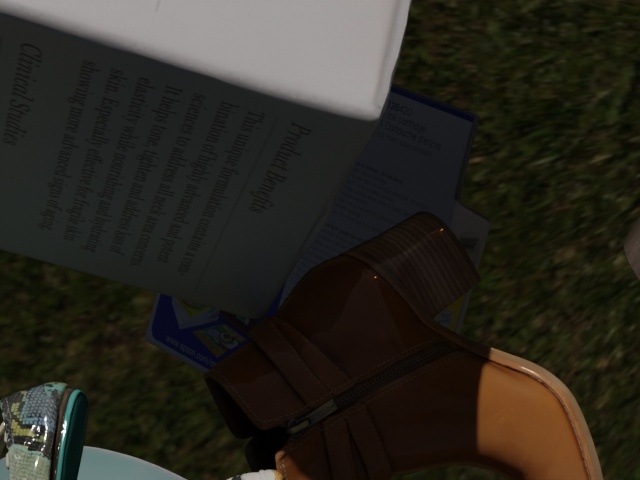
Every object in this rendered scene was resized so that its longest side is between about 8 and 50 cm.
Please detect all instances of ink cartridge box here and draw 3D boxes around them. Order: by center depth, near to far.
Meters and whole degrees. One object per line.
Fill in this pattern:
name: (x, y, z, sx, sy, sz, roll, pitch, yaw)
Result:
ink cartridge box: (0.000, 0.000, 1.525, 0.303, 0.072, 0.307, 26, 104, 40)

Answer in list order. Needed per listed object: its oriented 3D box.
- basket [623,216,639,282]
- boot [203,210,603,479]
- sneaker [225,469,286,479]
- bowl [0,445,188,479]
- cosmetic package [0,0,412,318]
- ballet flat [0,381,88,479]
basket: (0.350, -0.035, 1.337, 0.204, 0.154, 0.227, 49, 115, 14)
boot: (0.066, 0.143, 1.298, 0.283, 0.220, 0.109, 58, 156, -10)
sneaker: (-0.035, 0.157, 0.889, 0.037, 0.032, 0.083, -4, 63, 7)
bowl: (-0.156, 0.310, 1.222, 0.311, 0.163, 0.311, 14, 128, 19)
cosmetic package: (-0.156, -0.192, 1.170, 0.394, 0.329, 0.327, 16, 63, -8)
ballet flat: (-0.177, 0.173, 1.041, 0.070, 0.070, 0.188, -11, 54, 21)
